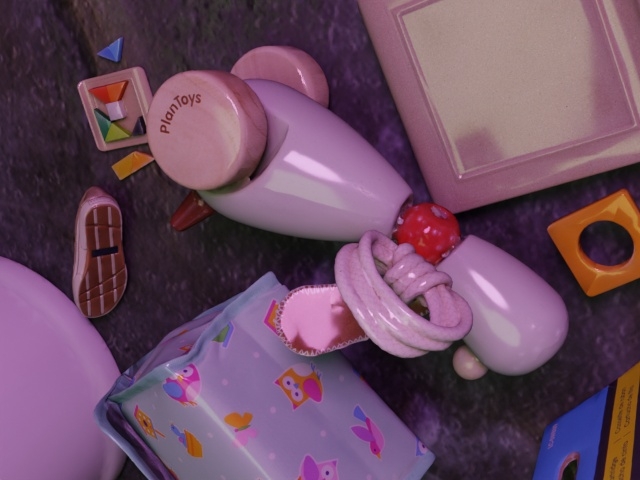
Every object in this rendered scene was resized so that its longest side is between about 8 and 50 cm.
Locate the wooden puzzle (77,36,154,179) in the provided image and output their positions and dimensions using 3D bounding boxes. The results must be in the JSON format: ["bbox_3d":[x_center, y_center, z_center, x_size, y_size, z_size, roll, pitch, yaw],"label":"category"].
[{"bbox_3d":[-0.181,-0.116,0.772,0.079,0.014,0.116,-15,103,28],"label":"wooden puzzle"}]

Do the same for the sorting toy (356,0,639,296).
[{"bbox_3d":[0.141,-0.124,0.608,0.196,0.047,0.347,-15,104,33],"label":"sorting toy"}]

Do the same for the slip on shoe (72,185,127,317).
[{"bbox_3d":[-0.216,0.012,0.826,0.041,0.052,0.135,50,142,46],"label":"slip on shoe"}]

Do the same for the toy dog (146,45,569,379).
[{"bbox_3d":[0.000,0.000,0.634,0.333,0.220,0.161,52,125,28],"label":"toy dog"}]

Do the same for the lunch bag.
[{"bbox_3d":[-0.072,0.176,0.759,0.223,0.160,0.262,50,144,-6],"label":"lunch bag"}]

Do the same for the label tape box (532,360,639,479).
[{"bbox_3d":[0.277,0.125,0.535,0.106,0.240,0.333,41,122,2],"label":"label tape box"}]

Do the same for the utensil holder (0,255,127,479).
[{"bbox_3d":[-0.423,0.229,0.805,0.328,0.385,0.327,9,115,21],"label":"utensil holder"}]
